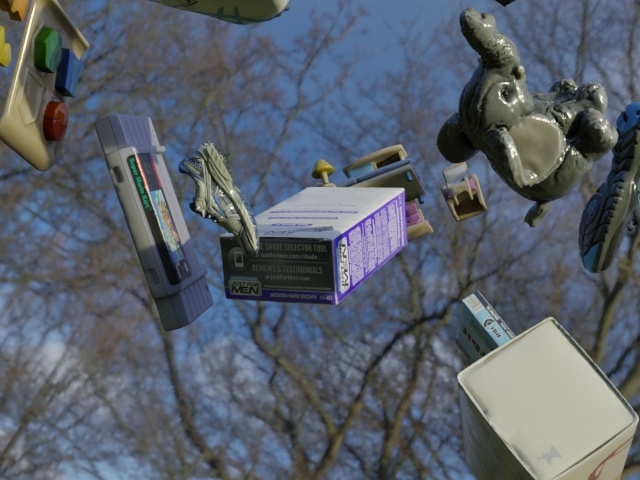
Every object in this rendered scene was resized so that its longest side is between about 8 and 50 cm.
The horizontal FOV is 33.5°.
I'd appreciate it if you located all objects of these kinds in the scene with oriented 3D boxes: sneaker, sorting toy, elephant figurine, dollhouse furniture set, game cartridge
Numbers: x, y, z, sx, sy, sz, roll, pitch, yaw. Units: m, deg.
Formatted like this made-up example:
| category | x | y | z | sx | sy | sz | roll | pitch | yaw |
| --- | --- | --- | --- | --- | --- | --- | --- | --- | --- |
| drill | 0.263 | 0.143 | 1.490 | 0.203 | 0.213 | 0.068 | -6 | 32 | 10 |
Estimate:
| category | x | y | z | sx | sy | sz | roll | pitch | yaw |
| --- | --- | --- | --- | --- | --- | --- | --- | --- | --- |
| sneaker | -0.112 | -0.040 | 1.171 | 0.135 | 0.058 | 0.052 | 63 | 3 | -9 |
| sneaker | -0.127 | -0.257 | 1.017 | 0.237 | 0.086 | 0.085 | 20 | -67 | 30 |
| sneaker | 0.605 | -0.088 | 2.040 | 0.140 | 0.340 | 0.125 | 18 | 10 | -13 |
| sorting toy | -0.424 | -0.248 | 1.598 | 0.041 | 0.229 | 0.307 | 13 | -12 | 8 |
| elephant figurine | 0.221 | -0.141 | 1.273 | 0.239 | 0.186 | 0.169 | 7 | -25 | -38 |
| dollhouse furniture set | 0.140 | -0.145 | 2.085 | 0.286 | 0.198 | 0.303 | -22 | -25 | 11 |
| game cartridge | -0.270 | -0.036 | 1.778 | 0.230 | 0.068 | 0.355 | -88 | 160 | -86 |

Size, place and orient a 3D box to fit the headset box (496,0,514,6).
| category | x | y | z | sx | sy | sz | roll | pitch | yaw |
| --- | --- | --- | --- | --- | --- | --- | --- | --- | --- |
| headset box | 0.228 | -0.457 | 1.337 | 0.283 | 0.131 | 0.246 | 24 | -28 | -30 |

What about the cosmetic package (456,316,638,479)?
| category | x | y | z | sx | sy | sz | roll | pitch | yaw |
| --- | --- | --- | --- | --- | --- | --- | --- | --- | --- |
| cosmetic package | 0.251 | 0.229 | 1.207 | 0.153 | 0.129 | 0.296 | 54 | -9 | 27 |

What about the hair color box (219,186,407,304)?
| category | x | y | z | sx | sy | sz | roll | pitch | yaw |
| --- | --- | --- | --- | --- | --- | --- | --- | --- | --- |
| hair color box | 0.000 | 0.000 | 1.685 | 0.185 | 0.339 | 0.110 | 2 | -76 | 23 |

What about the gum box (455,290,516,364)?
| category | x | y | z | sx | sy | sz | roll | pitch | yaw |
| --- | --- | --- | --- | --- | --- | --- | --- | --- | --- |
| gum box | 0.318 | 0.202 | 1.992 | 0.157 | 0.041 | 0.184 | 53 | -16 | 26 |
